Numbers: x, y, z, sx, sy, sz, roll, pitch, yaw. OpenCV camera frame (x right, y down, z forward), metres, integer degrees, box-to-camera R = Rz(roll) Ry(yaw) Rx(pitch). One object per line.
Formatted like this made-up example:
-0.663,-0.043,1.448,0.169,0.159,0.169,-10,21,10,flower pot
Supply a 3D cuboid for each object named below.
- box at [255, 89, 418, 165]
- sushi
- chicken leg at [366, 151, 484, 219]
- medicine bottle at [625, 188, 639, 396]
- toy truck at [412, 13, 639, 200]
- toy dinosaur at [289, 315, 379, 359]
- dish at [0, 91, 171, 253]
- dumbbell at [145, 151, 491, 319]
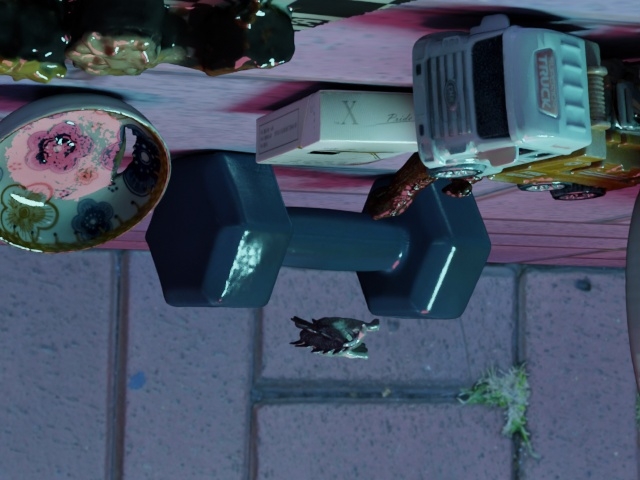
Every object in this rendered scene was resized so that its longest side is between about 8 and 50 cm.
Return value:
0.016,-0.076,1.189,0.084,0.040,0.154,3,177,-17,box
-0.113,-0.101,0.829,0.279,0.043,0.192,4,176,-36,sushi
0.093,-0.060,1.161,0.053,0.093,0.205,38,164,-5,chicken leg
0.379,0.028,0.944,0.384,0.224,0.224,-6,173,29,medicine bottle
0.138,-0.071,0.923,0.115,0.080,0.178,-9,172,42,toy truck
0.014,0.091,1.631,0.082,0.039,0.209,4,176,-10,toy dinosaur
-0.182,-0.066,1.222,0.141,0.078,0.141,-12,139,-11,dish
0.000,-0.001,1.611,0.316,0.156,0.143,4,-155,-38,dumbbell
